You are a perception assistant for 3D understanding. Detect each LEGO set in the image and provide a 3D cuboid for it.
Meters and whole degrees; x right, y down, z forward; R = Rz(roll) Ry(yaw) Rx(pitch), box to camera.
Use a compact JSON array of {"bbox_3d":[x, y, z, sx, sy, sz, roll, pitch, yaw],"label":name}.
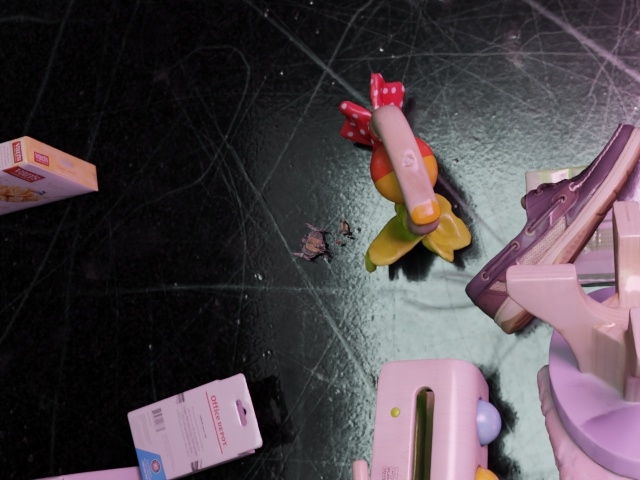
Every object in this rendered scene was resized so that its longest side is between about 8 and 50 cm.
[{"bbox_3d":[0.002,0.002,1.204,0.083,0.023,0.054,-8,80,4],"label":"LEGO set"}]

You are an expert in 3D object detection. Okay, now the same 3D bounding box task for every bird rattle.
[{"bbox_3d":[0.106,-0.092,1.095,0.143,0.207,0.253,-11,86,-1],"label":"bird rattle"}]

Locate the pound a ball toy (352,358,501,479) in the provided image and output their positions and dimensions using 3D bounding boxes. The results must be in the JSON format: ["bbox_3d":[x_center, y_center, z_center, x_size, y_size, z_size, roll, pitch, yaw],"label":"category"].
[{"bbox_3d":[0.121,0.286,0.963,0.136,0.208,0.319,-5,60,21],"label":"pound a ball toy"}]

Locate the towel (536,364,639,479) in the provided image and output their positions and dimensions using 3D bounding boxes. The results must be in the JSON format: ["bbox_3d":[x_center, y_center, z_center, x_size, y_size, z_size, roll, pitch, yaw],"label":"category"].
[{"bbox_3d":[0.395,0.231,0.873,0.317,0.331,0.053,-6,122,6],"label":"towel"}]

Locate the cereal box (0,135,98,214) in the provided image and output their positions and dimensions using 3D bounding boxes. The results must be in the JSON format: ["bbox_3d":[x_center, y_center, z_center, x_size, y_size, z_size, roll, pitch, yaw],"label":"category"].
[{"bbox_3d":[-0.475,-0.083,1.302,0.240,0.173,0.047,-12,77,18],"label":"cereal box"}]

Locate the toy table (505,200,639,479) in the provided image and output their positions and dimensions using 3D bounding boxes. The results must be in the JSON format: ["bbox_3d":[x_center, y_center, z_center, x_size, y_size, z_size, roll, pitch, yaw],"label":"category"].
[{"bbox_3d":[0.322,0.089,0.919,0.252,0.160,0.274,-8,34,3],"label":"toy table"}]

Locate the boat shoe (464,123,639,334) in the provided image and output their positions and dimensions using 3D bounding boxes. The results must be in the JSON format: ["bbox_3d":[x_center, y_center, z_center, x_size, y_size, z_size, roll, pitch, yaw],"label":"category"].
[{"bbox_3d":[0.275,-0.025,1.048,0.092,0.103,0.285,36,99,19],"label":"boat shoe"}]

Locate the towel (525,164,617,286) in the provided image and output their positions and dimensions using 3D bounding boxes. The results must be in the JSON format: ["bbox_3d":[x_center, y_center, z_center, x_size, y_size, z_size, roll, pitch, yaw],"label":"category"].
[{"bbox_3d":[0.311,-0.018,1.095,0.113,0.023,0.151,-5,79,18],"label":"towel"}]

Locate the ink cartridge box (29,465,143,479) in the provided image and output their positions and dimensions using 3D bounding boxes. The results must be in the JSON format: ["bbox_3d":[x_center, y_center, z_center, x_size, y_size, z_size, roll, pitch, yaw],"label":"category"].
[{"bbox_3d":[-0.397,0.384,1.166,0.308,0.223,0.129,-13,76,17],"label":"ink cartridge box"}]

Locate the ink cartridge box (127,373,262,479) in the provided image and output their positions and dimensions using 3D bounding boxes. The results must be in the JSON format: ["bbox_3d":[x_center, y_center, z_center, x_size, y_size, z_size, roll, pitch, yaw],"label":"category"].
[{"bbox_3d":[-0.158,0.253,1.192,0.180,0.060,0.104,-21,74,15],"label":"ink cartridge box"}]
